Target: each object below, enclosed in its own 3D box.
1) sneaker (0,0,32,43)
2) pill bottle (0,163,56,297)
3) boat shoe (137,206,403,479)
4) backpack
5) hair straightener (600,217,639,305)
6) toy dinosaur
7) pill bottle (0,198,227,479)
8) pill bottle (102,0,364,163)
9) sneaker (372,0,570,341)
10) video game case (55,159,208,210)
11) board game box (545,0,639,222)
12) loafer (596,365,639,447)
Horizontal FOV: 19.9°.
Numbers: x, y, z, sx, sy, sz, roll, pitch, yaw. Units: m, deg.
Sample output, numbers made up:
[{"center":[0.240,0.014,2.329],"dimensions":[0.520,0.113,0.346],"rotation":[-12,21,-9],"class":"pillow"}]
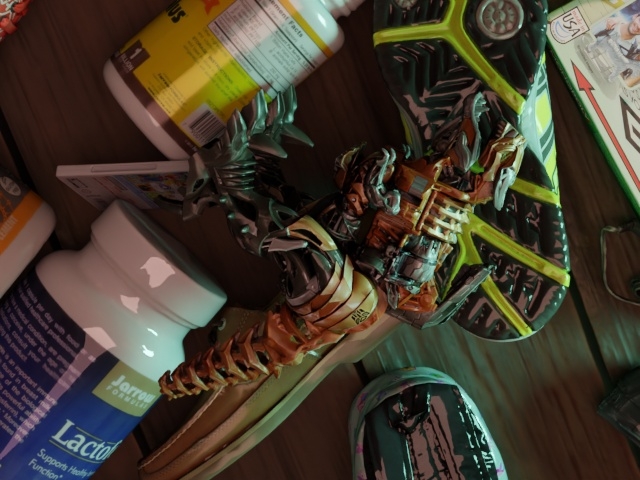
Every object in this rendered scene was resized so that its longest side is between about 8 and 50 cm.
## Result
[{"center":[-0.234,-0.232,1.461],"dimensions":[0.145,0.090,0.270],"rotation":[3,91,-3],"class":"sneaker"},{"center":[-0.364,-0.046,1.463],"dimensions":[0.278,0.162,0.162],"rotation":[40,96,-10],"class":"pill bottle"},{"center":[-0.048,0.094,1.541],"dimensions":[0.307,0.111,0.104],"rotation":[-41,96,-5],"class":"boat shoe"},{"center":[0.087,0.200,1.557],"dimensions":[0.152,0.115,0.182],"rotation":[-18,100,-11],"class":"backpack"},{"center":[0.329,0.064,1.577],"dimensions":[0.230,0.047,0.089],"rotation":[35,97,-8],"class":"hair straightener"},{"center":[0.000,0.000,1.373],"dimensions":[0.322,0.164,0.218],"rotation":[-42,89,-11],"class":"toy dinosaur"},{"center":[-0.208,0.103,1.503],"dimensions":[0.153,0.153,0.264],"rotation":[41,96,-9],"class":"pill bottle"},{"center":[-0.063,-0.164,1.479],"dimensions":[0.215,0.117,0.117],"rotation":[-40,100,4],"class":"pill bottle"},{"center":[0.120,-0.105,1.498],"dimensions":[0.145,0.147,0.384],"rotation":[-3,82,4],"class":"sneaker"},{"center":[-0.144,-0.045,1.497],"dimensions":[0.122,0.087,0.011],"rotation":[-1,71,19],"class":"video game case"},{"center":[0.346,-0.097,1.528],"dimensions":[0.213,0.046,0.317],"rotation":[-29,94,1],"class":"board game box"},{"center":[0.331,0.205,1.594],"dimensions":[0.078,0.076,0.223],"rotation":[-40,95,10],"class":"loafer"}]
